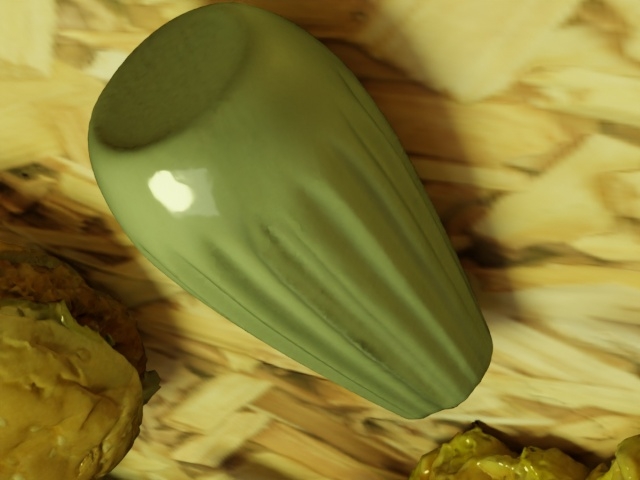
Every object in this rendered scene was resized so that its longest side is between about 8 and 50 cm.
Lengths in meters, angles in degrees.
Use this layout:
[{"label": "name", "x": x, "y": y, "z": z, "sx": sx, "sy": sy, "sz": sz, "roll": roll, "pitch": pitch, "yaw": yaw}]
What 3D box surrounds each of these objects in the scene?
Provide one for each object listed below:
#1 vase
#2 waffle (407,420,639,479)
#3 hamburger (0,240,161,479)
[{"label": "vase", "x": 0.000, "y": 0.000, "z": 0.727, "sx": 0.128, "sy": 0.128, "sz": 0.248, "roll": -4, "pitch": 142, "yaw": 40}, {"label": "waffle", "x": 0.160, "y": 0.182, "z": 0.894, "sx": 0.253, "sy": 0.056, "sz": 0.249, "roll": 16, "pitch": 144, "yaw": 23}, {"label": "hamburger", "x": -0.248, "y": 0.119, "z": 0.933, "sx": 0.283, "sy": 0.144, "sz": 0.259, "roll": -41, "pitch": 136, "yaw": 11}]
